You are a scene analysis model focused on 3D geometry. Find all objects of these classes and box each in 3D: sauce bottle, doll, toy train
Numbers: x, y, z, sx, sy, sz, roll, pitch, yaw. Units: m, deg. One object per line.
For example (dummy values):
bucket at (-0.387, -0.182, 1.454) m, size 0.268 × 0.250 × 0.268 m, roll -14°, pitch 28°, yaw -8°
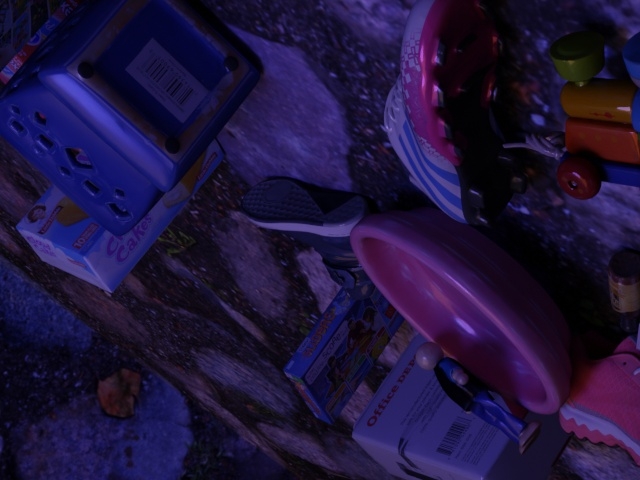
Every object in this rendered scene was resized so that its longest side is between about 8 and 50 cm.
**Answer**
sauce bottle at (0.339, 0.060, 1.413) m, size 0.042 × 0.042 × 0.128 m, roll 24°, pitch 155°, yaw 30°
doll at (0.196, 0.199, 1.653) m, size 0.189 × 0.046 × 0.129 m, roll 38°, pitch 166°, yaw 20°
toy train at (0.233, -0.120, 1.128) m, size 0.248 × 0.105 × 0.143 m, roll 14°, pitch 140°, yaw 46°

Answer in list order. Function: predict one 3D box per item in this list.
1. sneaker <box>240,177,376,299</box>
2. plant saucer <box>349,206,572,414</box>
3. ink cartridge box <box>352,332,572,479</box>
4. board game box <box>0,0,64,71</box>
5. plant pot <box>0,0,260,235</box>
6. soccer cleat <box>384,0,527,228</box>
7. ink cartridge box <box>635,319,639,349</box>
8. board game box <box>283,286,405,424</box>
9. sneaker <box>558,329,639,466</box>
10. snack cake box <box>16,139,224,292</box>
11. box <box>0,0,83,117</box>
sneaker at (-0.001, 0.002, 1.765) m, size 0.226 × 0.086 × 0.163 m, roll 15°, pitch 148°, yaw 42°
plant saucer at (0.183, 0.073, 1.573) m, size 0.332 × 0.084 × 0.332 m, roll 41°, pitch 167°, yaw 11°
ink cartridge box at (0.207, 0.256, 1.822) m, size 0.273 × 0.197 × 0.114 m, roll 10°, pitch 147°, yaw 50°
board game box at (-0.322, -0.306, 1.308) m, size 0.097 × 0.303 × 0.224 m, roll 34°, pitch 160°, yaw 7°
plant pot at (-0.227, -0.177, 1.553) m, size 0.236 × 0.236 × 0.212 m, roll 43°, pitch 153°, yaw -15°
soccer cleat at (0.108, -0.133, 1.265) m, size 0.143 × 0.116 × 0.331 m, roll 31°, pitch 158°, yaw 32°
ink cartridge box at (0.444, 0.126, 1.381) m, size 0.207 × 0.046 × 0.097 m, roll 27°, pitch 159°, yaw 23°
board game box at (0.038, 0.148, 1.855) m, size 0.035 × 0.201 × 0.136 m, roll 21°, pitch 154°, yaw 36°
sneaker at (0.379, 0.180, 1.474) m, size 0.314 × 0.116 × 0.136 m, roll 13°, pitch 113°, yaw 59°
snack cake box at (-0.278, -0.070, 1.799) m, size 0.152 × 0.264 × 0.089 m, roll 21°, pitch 154°, yaw 35°
box at (-0.391, -0.290, 1.705) m, size 0.122 × 0.128 × 0.257 m, roll 13°, pitch 149°, yaw 47°
